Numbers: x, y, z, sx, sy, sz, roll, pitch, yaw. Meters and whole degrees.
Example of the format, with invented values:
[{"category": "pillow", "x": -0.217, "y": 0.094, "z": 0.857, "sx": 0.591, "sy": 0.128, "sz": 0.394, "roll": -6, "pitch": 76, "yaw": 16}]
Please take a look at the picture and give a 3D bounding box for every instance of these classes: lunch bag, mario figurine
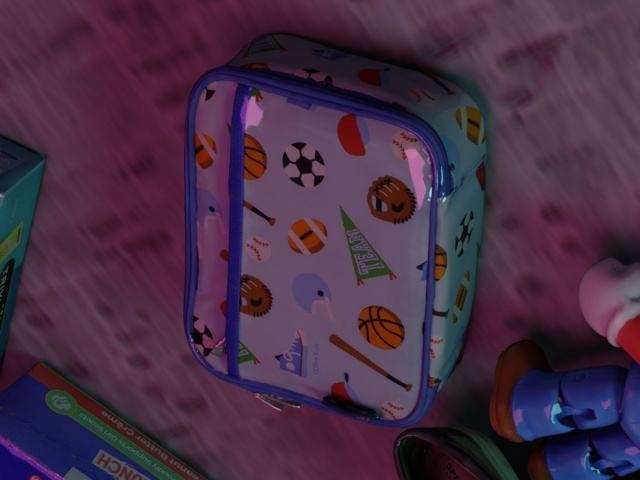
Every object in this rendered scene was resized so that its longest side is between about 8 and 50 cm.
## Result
[{"category": "lunch bag", "x": 0.000, "y": 0.000, "z": 1.456, "sx": 0.243, "sy": 0.115, "sz": 0.303, "roll": 16, "pitch": 122, "yaw": 19}, {"category": "mario figurine", "x": 0.299, "y": 0.104, "z": 1.392, "sx": 0.320, "sy": 0.198, "sz": 0.170, "roll": -11, "pitch": 71, "yaw": 37}]

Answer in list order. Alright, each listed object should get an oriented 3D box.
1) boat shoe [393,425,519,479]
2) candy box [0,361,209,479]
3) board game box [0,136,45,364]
[{"category": "boat shoe", "x": 0.143, "y": 0.254, "z": 1.420, "sx": 0.103, "sy": 0.092, "sz": 0.285, "roll": -47, "pitch": 55, "yaw": 21}, {"category": "candy box", "x": -0.239, "y": 0.310, "z": 1.737, "sx": 0.268, "sy": 0.122, "sz": 0.317, "roll": 36, "pitch": 127, "yaw": 4}, {"category": "board game box", "x": -0.401, "y": 0.023, "z": 1.674, "sx": 0.254, "sy": 0.079, "sz": 0.336, "roll": 26, "pitch": 125, "yaw": 10}]
